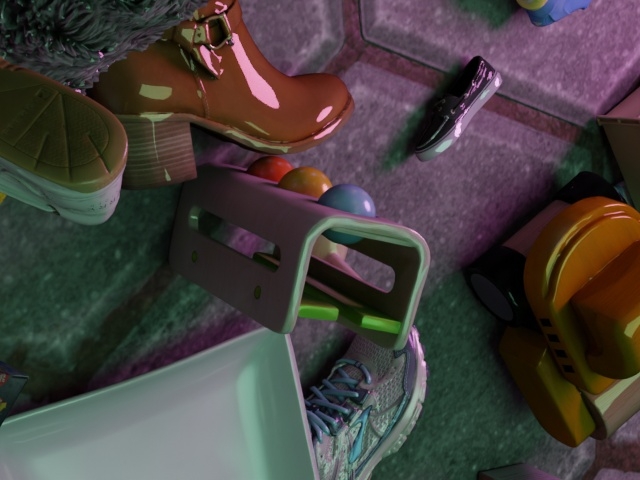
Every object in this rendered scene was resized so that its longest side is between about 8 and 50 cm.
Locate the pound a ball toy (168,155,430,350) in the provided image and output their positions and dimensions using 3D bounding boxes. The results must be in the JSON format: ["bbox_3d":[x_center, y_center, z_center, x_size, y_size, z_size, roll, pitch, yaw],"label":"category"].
[{"bbox_3d":[0.000,0.000,1.412,0.208,0.319,0.135,10,98,-28],"label":"pound a ball toy"}]

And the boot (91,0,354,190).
[{"bbox_3d":[-0.092,-0.185,1.398,0.284,0.109,0.220,-17,111,-30],"label":"boot"}]

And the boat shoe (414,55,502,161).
[{"bbox_3d":[0.145,-0.146,1.654,0.040,0.049,0.142,49,68,-20],"label":"boat shoe"}]

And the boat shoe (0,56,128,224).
[{"bbox_3d":[-0.262,-0.093,1.071,0.098,0.277,0.096,-49,165,-31],"label":"boat shoe"}]

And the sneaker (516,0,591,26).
[{"bbox_3d":[0.289,-0.343,1.704,0.240,0.091,0.126,-51,149,-18],"label":"sneaker"}]

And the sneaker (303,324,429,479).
[{"bbox_3d":[0.019,0.202,1.610,0.122,0.110,0.283,24,87,-41],"label":"sneaker"}]

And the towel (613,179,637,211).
[{"bbox_3d":[0.395,0.024,1.941,0.285,0.034,0.209,-22,117,-36],"label":"towel"}]

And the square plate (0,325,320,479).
[{"bbox_3d":[-0.150,0.289,1.475,0.347,0.049,0.344,-18,103,-31],"label":"square plate"}]

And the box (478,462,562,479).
[{"bbox_3d":[0.276,0.369,1.852,0.091,0.170,0.130,-2,105,-43],"label":"box"}]

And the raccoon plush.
[{"bbox_3d":[-0.143,-0.160,1.151,0.216,0.447,0.299,-9,106,-64],"label":"raccoon plush"}]

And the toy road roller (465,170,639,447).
[{"bbox_3d":[0.343,0.100,1.746,0.202,0.241,0.329,-39,121,-15],"label":"toy road roller"}]

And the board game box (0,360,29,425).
[{"bbox_3d":[-0.356,0.153,1.285,0.194,0.060,0.194,-50,131,-19],"label":"board game box"}]

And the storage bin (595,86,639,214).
[{"bbox_3d":[0.502,-0.068,1.823,0.123,0.260,0.262,-37,115,-24],"label":"storage bin"}]

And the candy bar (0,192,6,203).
[{"bbox_3d":[-0.282,-0.057,1.311,0.161,0.018,0.040,-58,136,-12],"label":"candy bar"}]
